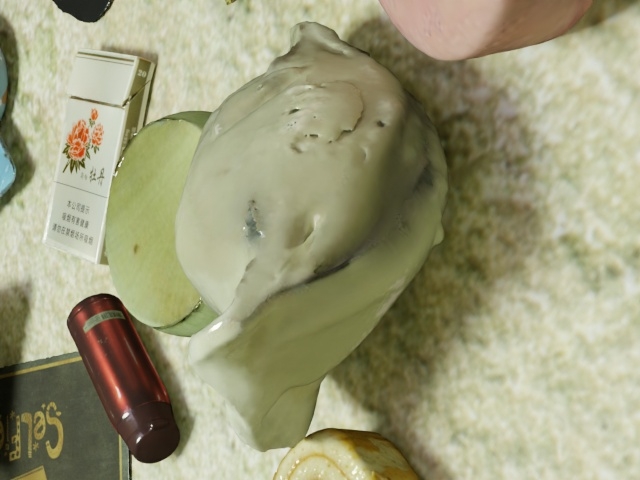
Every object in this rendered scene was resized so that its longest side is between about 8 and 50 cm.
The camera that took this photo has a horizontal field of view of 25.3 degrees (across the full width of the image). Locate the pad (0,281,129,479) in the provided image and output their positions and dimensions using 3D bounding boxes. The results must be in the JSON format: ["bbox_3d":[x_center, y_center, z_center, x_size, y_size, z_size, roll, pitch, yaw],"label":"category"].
[{"bbox_3d":[-0.316,0.207,1.406,0.375,0.063,0.315,-16,72,47],"label":"pad"}]

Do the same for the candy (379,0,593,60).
[{"bbox_3d":[0.097,-0.241,0.909,0.255,0.094,0.255,166,90,-70],"label":"candy"}]

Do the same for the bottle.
[{"bbox_3d":[-0.172,0.124,1.258,0.060,0.060,0.164,-56,47,27],"label":"bottle"}]

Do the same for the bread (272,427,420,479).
[{"bbox_3d":[0.022,0.204,1.005,0.122,0.073,0.149,-53,48,26],"label":"bread"}]

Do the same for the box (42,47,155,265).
[{"bbox_3d":[-0.215,-0.081,1.362,0.109,0.029,0.198,16,97,49],"label":"box"}]

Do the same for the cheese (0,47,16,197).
[{"bbox_3d":[-0.375,-0.141,1.541,0.135,0.052,0.244,-40,56,41],"label":"cheese"}]

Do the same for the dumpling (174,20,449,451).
[{"bbox_3d":[0.000,0.000,1.021,0.318,0.187,0.243,-75,-15,-46],"label":"dumpling"}]

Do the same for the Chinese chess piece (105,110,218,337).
[{"bbox_3d":[-0.103,-0.013,1.185,0.188,0.083,0.188,-5,83,47],"label":"Chinese chess piece"}]

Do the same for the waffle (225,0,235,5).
[{"bbox_3d":[-0.052,-0.325,1.200,0.245,0.052,0.254,6,88,48],"label":"waffle"}]

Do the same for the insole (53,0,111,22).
[{"bbox_3d":[-0.285,-0.341,1.504,0.348,0.009,0.119,51,119,41],"label":"insole"}]
